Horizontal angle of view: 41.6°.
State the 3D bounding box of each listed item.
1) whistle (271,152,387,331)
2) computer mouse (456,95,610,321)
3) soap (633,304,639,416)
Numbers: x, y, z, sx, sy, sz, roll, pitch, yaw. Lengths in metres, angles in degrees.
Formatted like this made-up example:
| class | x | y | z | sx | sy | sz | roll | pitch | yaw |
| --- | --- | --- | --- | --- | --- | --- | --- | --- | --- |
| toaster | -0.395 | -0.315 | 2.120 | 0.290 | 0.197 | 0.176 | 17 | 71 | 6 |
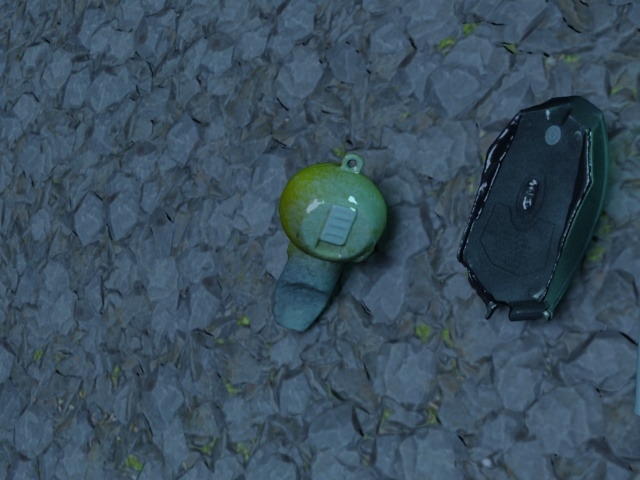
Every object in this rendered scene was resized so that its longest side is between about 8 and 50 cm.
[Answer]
| class | x | y | z | sx | sy | sz | roll | pitch | yaw |
| --- | --- | --- | --- | --- | --- | --- | --- | --- | --- |
| whistle | 0.000 | 0.000 | 0.943 | 0.123 | 0.123 | 0.223 | 40 | 121 | 34 |
| computer mouse | 0.215 | -0.026 | 0.812 | 0.126 | 0.071 | 0.231 | 26 | 104 | 49 |
| soap | 0.335 | 0.057 | 0.709 | 0.119 | 0.066 | 0.198 | 0 | 80 | 37 |
